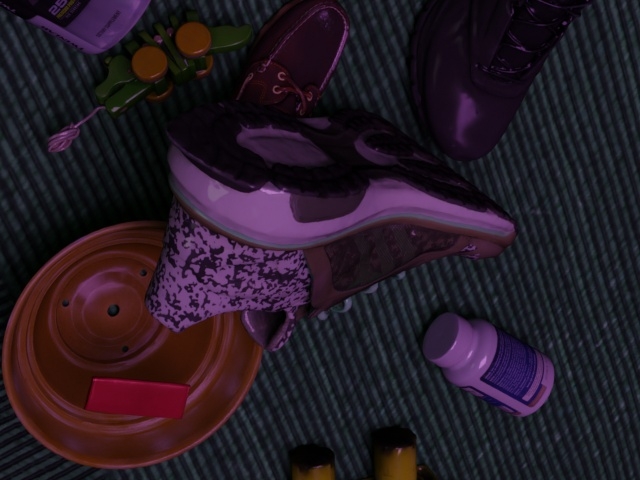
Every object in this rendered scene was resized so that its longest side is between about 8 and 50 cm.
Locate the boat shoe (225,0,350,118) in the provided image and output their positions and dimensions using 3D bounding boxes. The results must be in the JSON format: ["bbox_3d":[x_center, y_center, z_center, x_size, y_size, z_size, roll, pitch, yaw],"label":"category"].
[{"bbox_3d":[-0.040,-0.110,1.262,0.073,0.073,0.207,33,93,-28],"label":"boat shoe"}]

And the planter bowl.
[{"bbox_3d":[-0.162,0.072,1.268,0.217,0.090,0.217,-8,113,-20],"label":"planter bowl"}]

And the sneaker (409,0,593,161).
[{"bbox_3d":[0.163,-0.197,1.281,0.109,0.130,0.286,8,107,-27],"label":"sneaker"}]

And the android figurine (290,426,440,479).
[{"bbox_3d":[0.037,0.316,1.468,0.248,0.056,0.273,-9,111,-20],"label":"android figurine"}]

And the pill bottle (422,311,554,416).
[{"bbox_3d":[0.155,0.113,1.431,0.120,0.067,0.067,30,96,-29],"label":"pill bottle"}]

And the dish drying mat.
[{"bbox_3d":[-0.148,0.126,1.239,0.083,0.008,0.032,8,107,-26],"label":"dish drying mat"}]

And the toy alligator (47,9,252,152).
[{"bbox_3d":[-0.145,-0.137,1.222,0.190,0.056,0.051,-30,76,-8],"label":"toy alligator"}]

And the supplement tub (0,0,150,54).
[{"bbox_3d":[-0.216,-0.227,1.116,0.190,0.117,0.117,28,97,-29],"label":"supplement tub"}]

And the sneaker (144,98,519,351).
[{"bbox_3d":[0.000,0.000,1.240,0.410,0.158,0.182,4,123,-51],"label":"sneaker"}]
